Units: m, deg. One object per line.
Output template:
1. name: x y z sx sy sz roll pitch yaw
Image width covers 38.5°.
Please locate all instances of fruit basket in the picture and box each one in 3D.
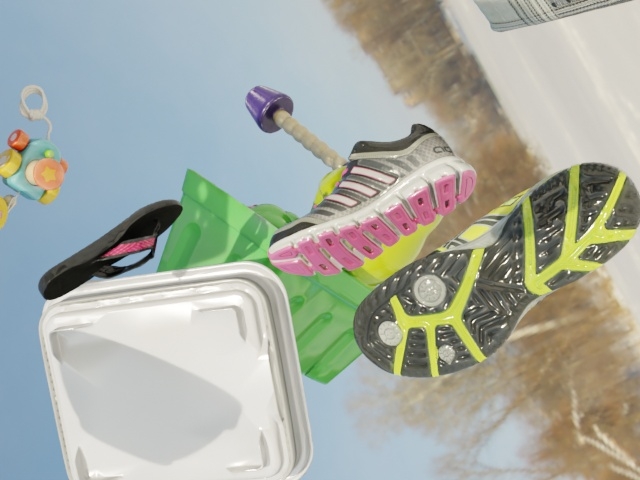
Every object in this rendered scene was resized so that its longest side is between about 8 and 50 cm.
1. fruit basket: 0.000 0.000 1.327 0.283 0.392 0.392 34 175 36

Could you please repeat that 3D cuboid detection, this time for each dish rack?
1. dish rack: -0.189 0.182 1.112 0.072 0.332 0.286 -28 -71 -75

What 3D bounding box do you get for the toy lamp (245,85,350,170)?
1. toy lamp: -0.029 -0.175 1.552 0.274 0.080 0.080 44 -176 30

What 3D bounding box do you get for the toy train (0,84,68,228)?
1. toy train: -0.279 -0.066 0.766 0.166 0.046 0.125 -31 -61 -42

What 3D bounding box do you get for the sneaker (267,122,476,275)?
1. sneaker: 0.033 -0.034 0.706 0.063 0.170 0.075 45 -159 -52

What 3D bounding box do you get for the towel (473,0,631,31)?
1. towel: 0.242 -0.358 0.942 0.324 0.312 0.056 45 -125 -36

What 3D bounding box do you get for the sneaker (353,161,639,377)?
1. sneaker: 0.213 0.043 1.105 0.145 0.384 0.147 59 -160 2

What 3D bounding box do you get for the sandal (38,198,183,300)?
1. sandal: -0.216 0.017 0.980 0.040 0.179 0.067 43 150 18
